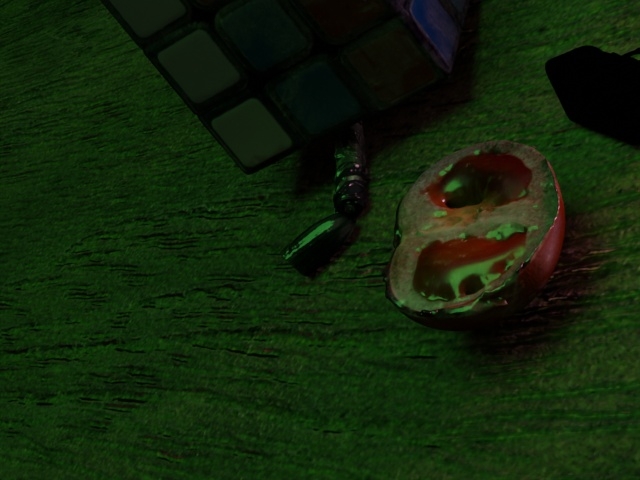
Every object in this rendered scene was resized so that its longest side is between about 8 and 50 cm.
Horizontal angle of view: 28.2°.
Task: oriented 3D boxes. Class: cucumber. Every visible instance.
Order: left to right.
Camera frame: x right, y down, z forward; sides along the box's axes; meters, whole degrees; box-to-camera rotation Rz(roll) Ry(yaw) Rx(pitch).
[{"bbox_3d":[0.000,0.000,1.606,0.105,0.048,0.048,-40,32,16],"label":"cucumber"}]

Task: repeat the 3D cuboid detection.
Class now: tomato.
[{"bbox_3d":[0.176,0.010,1.307,0.199,0.112,0.228,-13,46,35],"label":"tomato"}]

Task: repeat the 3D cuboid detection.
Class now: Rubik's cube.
[{"bbox_3d":[-0.030,-0.355,1.695,0.359,0.362,0.363,-22,32,34],"label":"Rubik's cube"}]

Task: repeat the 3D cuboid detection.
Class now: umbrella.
[{"bbox_3d":[0.039,-0.106,1.669,0.046,0.050,0.188,-12,43,16],"label":"umbrella"}]

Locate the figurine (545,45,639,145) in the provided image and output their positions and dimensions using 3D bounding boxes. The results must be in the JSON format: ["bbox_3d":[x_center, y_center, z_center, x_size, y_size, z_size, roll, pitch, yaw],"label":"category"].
[{"bbox_3d":[0.324,-0.165,1.351,0.098,0.082,0.154,-35,29,-13],"label":"figurine"}]
